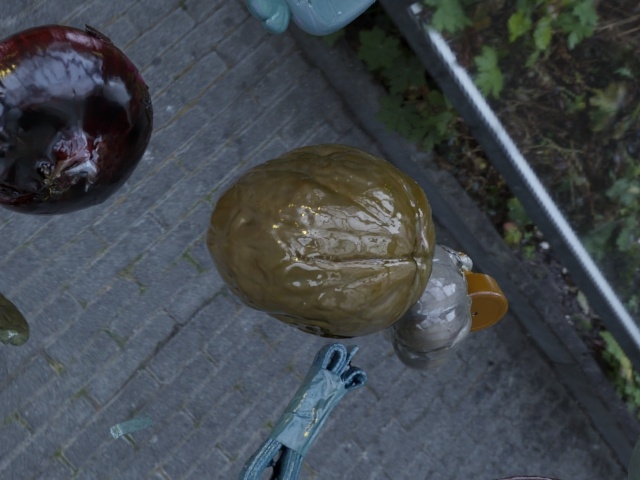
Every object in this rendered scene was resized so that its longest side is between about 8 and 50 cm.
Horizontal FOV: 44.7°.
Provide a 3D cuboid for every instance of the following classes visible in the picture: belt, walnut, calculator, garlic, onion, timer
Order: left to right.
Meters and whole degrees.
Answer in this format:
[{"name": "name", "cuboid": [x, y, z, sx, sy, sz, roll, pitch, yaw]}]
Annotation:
[{"name": "onion", "cuboid": [-0.393, -0.170, 1.170, 0.314, 0.232, 0.314, -23, 134, -26]}, {"name": "belt", "cuboid": [-0.026, 0.294, 1.248, 0.087, 0.072, 0.302, 35, 75, -2]}, {"name": "walnut", "cuboid": [0.000, -0.002, 1.088, 0.277, 0.313, 0.252, -44, 134, -39]}, {"name": "calculator", "cuboid": [0.020, -0.398, 1.090, 0.299, 0.041, 0.185, -42, 128, -15]}, {"name": "garlic", "cuboid": [0.174, 0.099, 1.294, 0.152, 0.228, 0.228, -8, 93, -6]}, {"name": "timer", "cuboid": [0.282, 0.083, 1.523, 0.132, 0.132, 0.152, 10, 47, -24]}]

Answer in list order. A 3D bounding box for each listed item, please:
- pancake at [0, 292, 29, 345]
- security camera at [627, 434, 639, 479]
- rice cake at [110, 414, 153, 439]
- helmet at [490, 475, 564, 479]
[{"name": "pancake", "cuboid": [-0.506, 0.079, 1.077, 0.042, 0.222, 0.236, -55, 145, 3]}, {"name": "security camera", "cuboid": [0.591, 0.395, 1.162, 0.197, 0.277, 0.191, -15, 121, -28]}, {"name": "rice cake", "cuboid": [-0.313, 0.310, 1.298, 0.021, 0.121, 0.022, -29, 80, 10]}, {"name": "helmet", "cuboid": [0.214, 0.484, 0.996, 0.384, 0.338, 0.230, -5, 48, -7]}]
